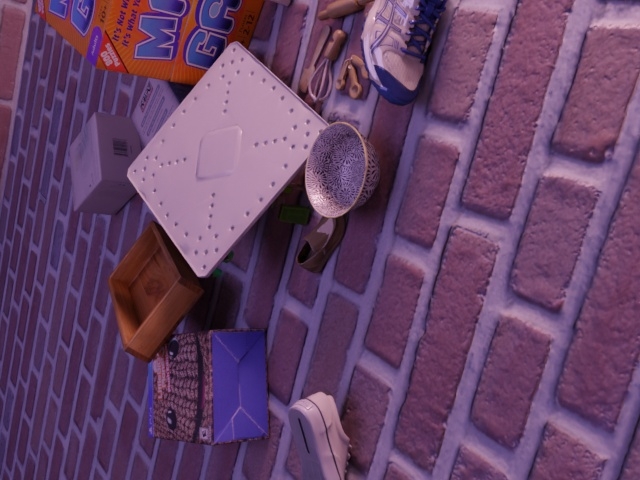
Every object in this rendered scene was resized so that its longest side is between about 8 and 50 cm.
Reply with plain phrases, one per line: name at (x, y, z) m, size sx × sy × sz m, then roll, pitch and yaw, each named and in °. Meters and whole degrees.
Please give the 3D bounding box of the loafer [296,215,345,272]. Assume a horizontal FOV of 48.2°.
loafer at (0.000, 0.000, 1.360) m, size 0.056 × 0.050 × 0.148 m, roll 47°, pitch 122°, yaw 43°

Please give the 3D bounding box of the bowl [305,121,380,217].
bowl at (0.054, -0.121, 1.280) m, size 0.170 × 0.080 × 0.170 m, roll -8°, pitch 79°, yaw 52°

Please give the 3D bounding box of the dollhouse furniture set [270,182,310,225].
dollhouse furniture set at (-0.065, -0.089, 1.476) m, size 0.151 × 0.059 × 0.076 m, roll -113°, pitch 35°, yaw -58°

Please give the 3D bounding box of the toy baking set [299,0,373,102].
toy baking set at (0.031, -0.366, 1.375) m, size 0.256 × 0.030 × 0.196 m, roll 8°, pitch 93°, yaw 52°

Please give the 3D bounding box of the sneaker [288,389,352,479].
sneaker at (0.019, 0.390, 1.272) m, size 0.094 × 0.091 × 0.258 m, roll 7°, pitch 113°, yaw 47°

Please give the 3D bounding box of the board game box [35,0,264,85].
board game box at (-0.373, -0.591, 1.618) m, size 0.356 × 0.356 × 0.356 m, roll 41°, pitch 119°, yaw 37°

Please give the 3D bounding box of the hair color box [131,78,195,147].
hair color box at (-0.339, -0.260, 1.769) m, size 0.185 × 0.114 × 0.374 m, roll -58°, pitch 47°, yaw 29°

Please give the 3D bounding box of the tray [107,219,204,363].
tray at (-0.405, 0.108, 1.718) m, size 0.202 × 0.076 × 0.411 m, roll -53°, pitch 28°, yaw 3°

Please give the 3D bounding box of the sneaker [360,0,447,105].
sneaker at (0.146, -0.373, 1.165) m, size 0.131 × 0.112 × 0.296 m, roll -6°, pitch 82°, yaw 51°

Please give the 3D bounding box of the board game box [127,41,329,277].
board game box at (-0.198, -0.174, 1.494) m, size 0.390 × 0.050 × 0.390 m, roll -49°, pitch 54°, yaw 9°

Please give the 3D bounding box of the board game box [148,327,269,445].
board game box at (-0.253, 0.317, 1.576) m, size 0.291 × 0.141 × 0.231 m, roll -15°, pitch 75°, yaw 50°

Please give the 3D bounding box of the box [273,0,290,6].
box at (-0.098, -0.567, 1.503) m, size 0.101 × 0.102 × 0.087 m, roll -53°, pitch 50°, yaw 33°

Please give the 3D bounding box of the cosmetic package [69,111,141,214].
cosmetic package at (-0.641, -0.223, 2.132) m, size 0.225 × 0.138 × 0.224 m, roll -34°, pitch 61°, yaw 47°
